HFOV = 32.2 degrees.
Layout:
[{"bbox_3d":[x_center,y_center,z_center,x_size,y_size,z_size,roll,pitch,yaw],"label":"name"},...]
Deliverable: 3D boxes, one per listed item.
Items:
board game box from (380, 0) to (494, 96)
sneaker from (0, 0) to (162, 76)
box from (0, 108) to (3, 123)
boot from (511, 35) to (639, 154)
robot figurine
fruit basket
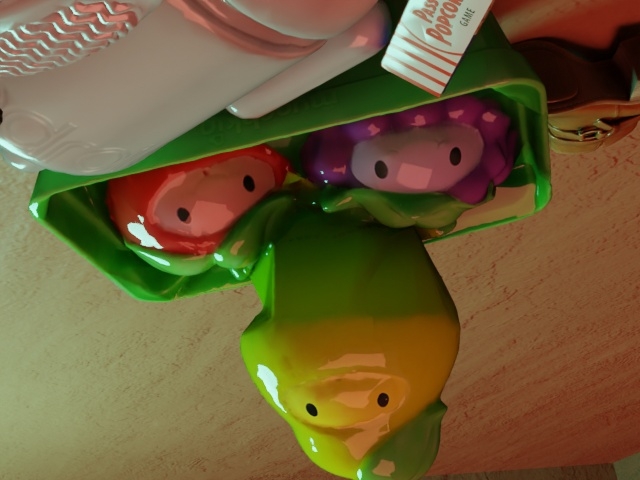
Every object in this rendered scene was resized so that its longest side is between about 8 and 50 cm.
[{"bbox_3d":[0.108,-0.200,0.647,0.045,0.193,0.147,28,152,1],"label":"board game box"},{"bbox_3d":[-0.089,-0.235,0.406,0.137,0.210,0.366,12,142,-24],"label":"sneaker"},{"bbox_3d":[-0.333,-0.144,0.494,0.073,0.295,0.293,-55,146,2],"label":"box"},{"bbox_3d":[0.224,-0.122,1.027,0.197,0.073,0.152,-7,161,-1],"label":"boot"},{"bbox_3d":[-0.094,-0.166,0.619,0.353,0.200,0.300,-27,143,35],"label":"robot figurine"},{"bbox_3d":[0.000,0.000,0.844,0.392,0.392,0.283,-13,157,8],"label":"fruit basket"}]
